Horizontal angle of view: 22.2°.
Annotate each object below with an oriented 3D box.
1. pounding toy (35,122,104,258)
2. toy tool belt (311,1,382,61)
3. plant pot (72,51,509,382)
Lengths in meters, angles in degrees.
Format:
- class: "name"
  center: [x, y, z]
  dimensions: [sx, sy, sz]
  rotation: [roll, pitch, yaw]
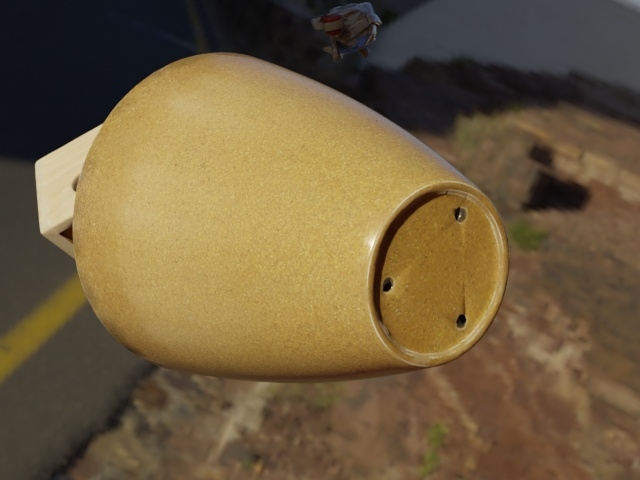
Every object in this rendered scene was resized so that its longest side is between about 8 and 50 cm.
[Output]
- class: "pounding toy"
  center: [-0.128, -0.030, 1.220]
  dimensions: [0.130, 0.141, 0.100]
  rotation: [43, 27, -47]
- class: "toy tool belt"
  center: [0.026, -0.182, 1.463]
  dimensions: [0.052, 0.051, 0.083]
  rotation: [-6, 15, 23]
- class: "plant pot"
  center: [0.000, 0.000, 1.098]
  dimensions: [0.237, 0.237, 0.254]
  rotation: [14, 0, -39]
